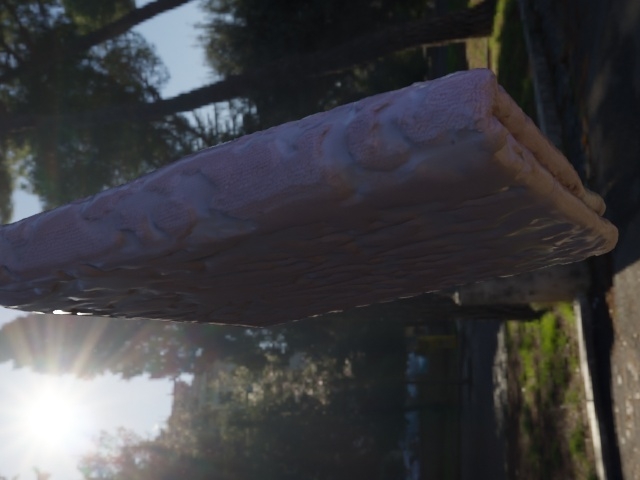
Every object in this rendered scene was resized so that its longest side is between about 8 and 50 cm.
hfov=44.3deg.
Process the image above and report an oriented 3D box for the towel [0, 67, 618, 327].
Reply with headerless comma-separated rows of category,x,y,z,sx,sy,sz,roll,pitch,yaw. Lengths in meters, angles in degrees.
towel,0.000,0.000,0.508,0.317,0.331,0.054,15,-117,-59
